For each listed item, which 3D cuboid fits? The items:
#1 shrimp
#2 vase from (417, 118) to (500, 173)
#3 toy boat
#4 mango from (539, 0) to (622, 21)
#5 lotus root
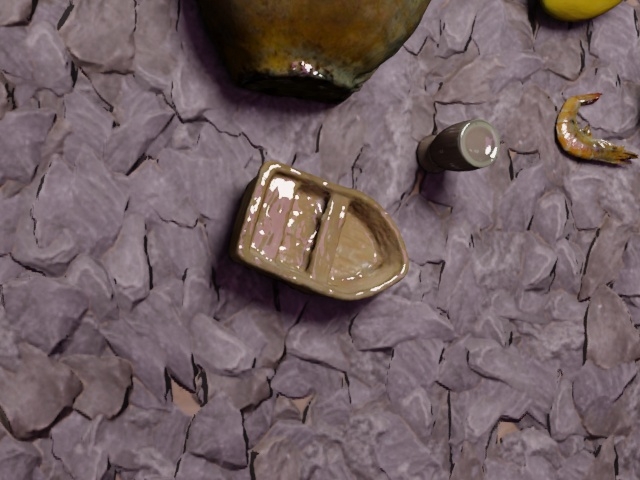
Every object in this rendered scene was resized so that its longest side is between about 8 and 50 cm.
[{"bbox_3d":[0.326,-0.130,1.530,0.114,0.023,0.083,14,78,-18],"label":"shrimp"},{"bbox_3d":[0.145,-0.098,1.405,0.053,0.101,0.053,2,85,-25],"label":"vase"},{"bbox_3d":[0.000,0.000,1.356,0.188,0.061,0.116,22,76,-20],"label":"toy boat"},{"bbox_3d":[0.318,-0.335,1.514,0.122,0.085,0.191,22,87,-31],"label":"mango"},{"bbox_3d":[-0.006,-0.277,1.333,0.267,0.149,0.260,20,77,-18],"label":"lotus root"}]
